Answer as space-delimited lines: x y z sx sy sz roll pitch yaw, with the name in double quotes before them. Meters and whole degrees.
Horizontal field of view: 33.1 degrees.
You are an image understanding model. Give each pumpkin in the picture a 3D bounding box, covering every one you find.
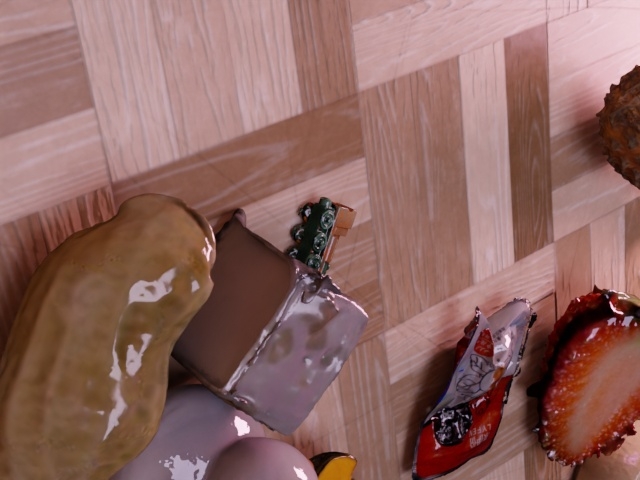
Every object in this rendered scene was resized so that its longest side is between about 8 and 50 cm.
"pumpkin" 0.013 0.345 1.379 0.119 0.107 0.183 -47 122 -26

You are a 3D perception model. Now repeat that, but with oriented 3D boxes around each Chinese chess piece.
"Chinese chess piece" 0.547 0.420 1.846 0.270 0.112 0.270 -15 116 -34

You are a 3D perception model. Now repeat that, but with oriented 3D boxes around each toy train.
"toy train" 0.000 0.000 1.286 0.064 0.044 0.103 13 98 -52

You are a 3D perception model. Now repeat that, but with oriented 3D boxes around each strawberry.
"strawberry" 0.415 0.199 1.665 0.233 0.138 0.306 20 119 -24

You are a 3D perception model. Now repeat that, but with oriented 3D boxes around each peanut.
"peanut" -0.226 0.109 1.050 0.158 0.174 0.340 14 94 -44

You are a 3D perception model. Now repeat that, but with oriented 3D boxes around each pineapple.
"pineapple" 0.511 -0.116 1.601 0.175 0.175 0.361 -52 145 -12

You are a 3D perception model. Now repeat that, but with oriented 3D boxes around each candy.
"candy" -0.063 0.087 1.166 0.137 0.195 0.185 35 87 -40

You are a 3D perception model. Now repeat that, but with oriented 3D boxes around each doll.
"doll" -0.117 0.274 1.178 0.251 0.221 0.221 -3 108 -39

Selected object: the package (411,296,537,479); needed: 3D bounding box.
"package" 0.219 0.208 1.533 0.194 0.071 0.269 -3 121 -36
